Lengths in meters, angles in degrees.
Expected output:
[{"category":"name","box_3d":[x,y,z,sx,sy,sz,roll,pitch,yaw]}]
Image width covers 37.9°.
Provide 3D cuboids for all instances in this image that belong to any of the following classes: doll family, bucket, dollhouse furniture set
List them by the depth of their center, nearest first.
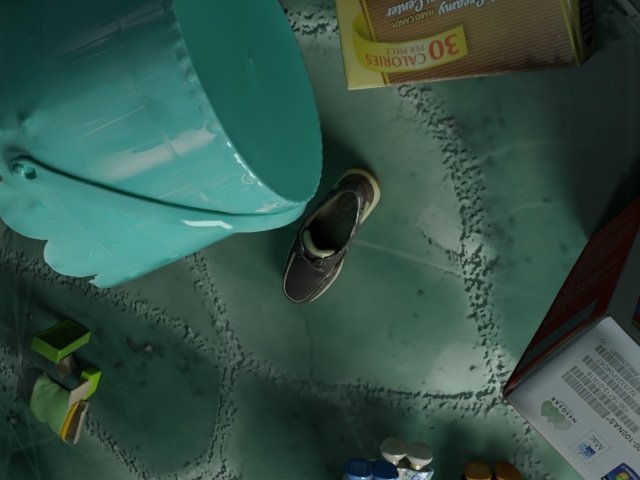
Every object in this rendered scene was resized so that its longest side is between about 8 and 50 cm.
[{"category":"bucket","box_3d":[-0.129,-0.112,0.751,0.183,0.281,0.281,-18,99,21]},{"category":"doll family","box_3d":[0.117,0.280,0.868,0.263,0.118,0.163,10,106,3]},{"category":"dollhouse furniture set","box_3d":[-0.298,0.166,1.041,0.076,0.058,0.151,29,117,15]}]

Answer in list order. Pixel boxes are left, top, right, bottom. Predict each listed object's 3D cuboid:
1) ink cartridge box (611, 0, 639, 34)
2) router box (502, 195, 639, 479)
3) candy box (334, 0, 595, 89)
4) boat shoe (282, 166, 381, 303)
[{"category":"ink cartridge box","box_3d":[0.257,-0.228,0.556,0.211,0.121,0.289,-43,97,13]},{"category":"router box","box_3d":[0.298,0.136,0.609,0.335,0.301,0.082,46,120,6]},{"category":"candy box","box_3d":[0.095,-0.280,0.688,0.183,0.087,0.316,-2,105,25]},{"category":"boat shoe","box_3d":[0.000,0.000,0.849,0.056,0.049,0.152,34,118,11]}]
